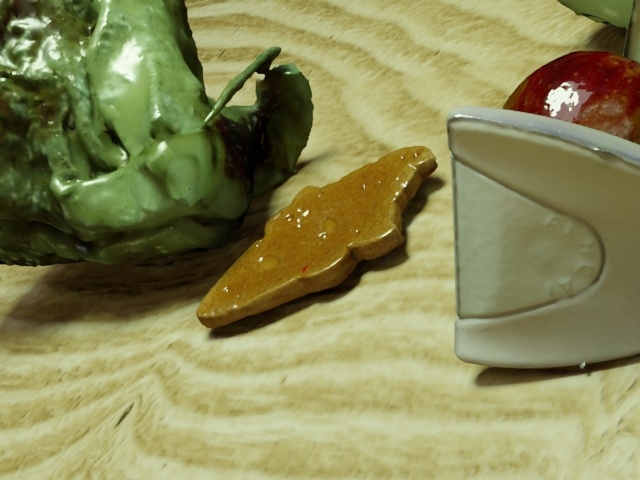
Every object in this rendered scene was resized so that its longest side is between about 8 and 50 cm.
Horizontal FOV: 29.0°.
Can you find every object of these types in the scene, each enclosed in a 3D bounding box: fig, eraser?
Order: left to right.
[{"bbox_3d":[0.197,-0.040,0.975,0.175,0.175,0.207,10,60,50],"label":"fig"},{"bbox_3d":[0.212,0.004,0.887,0.243,0.204,0.059,5,27,16],"label":"eraser"}]

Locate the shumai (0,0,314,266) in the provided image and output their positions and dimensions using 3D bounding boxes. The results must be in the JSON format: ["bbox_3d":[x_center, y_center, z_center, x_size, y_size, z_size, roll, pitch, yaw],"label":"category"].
[{"bbox_3d":[-0.209,-0.114,1.308,0.348,0.395,0.395,26,60,33],"label":"shumai"}]

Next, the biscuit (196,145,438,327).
[{"bbox_3d":[0.000,0.000,1.205,0.280,0.043,0.183,-40,26,-6],"label":"biscuit"}]

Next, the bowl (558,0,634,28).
[{"bbox_3d":[0.338,-0.325,1.124,0.353,0.354,0.185,-27,48,8],"label":"bowl"}]

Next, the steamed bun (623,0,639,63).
[{"bbox_3d":[0.340,-0.181,0.983,0.164,0.242,0.146,21,54,21],"label":"steamed bun"}]
